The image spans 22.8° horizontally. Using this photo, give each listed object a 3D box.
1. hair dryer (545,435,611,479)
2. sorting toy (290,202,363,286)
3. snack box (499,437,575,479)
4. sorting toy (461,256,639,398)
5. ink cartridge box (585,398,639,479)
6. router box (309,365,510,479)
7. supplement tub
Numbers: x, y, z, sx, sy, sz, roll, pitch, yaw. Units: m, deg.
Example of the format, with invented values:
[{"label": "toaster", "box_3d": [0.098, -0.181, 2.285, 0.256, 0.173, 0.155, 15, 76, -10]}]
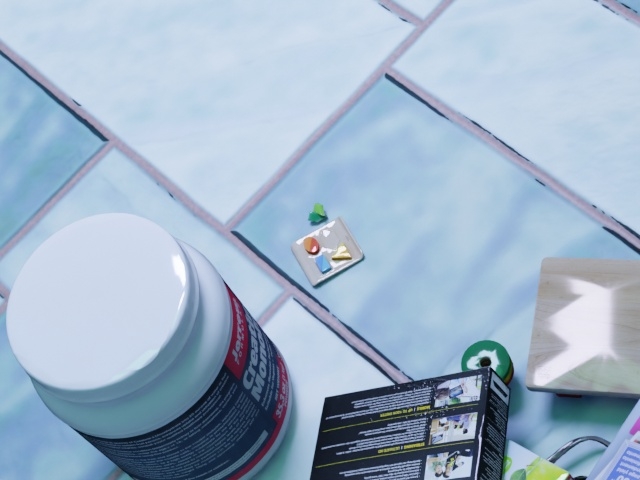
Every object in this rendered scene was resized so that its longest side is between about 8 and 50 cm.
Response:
[{"label": "hair dryer", "box_3d": [0.231, 0.322, 1.334, 0.224, 0.080, 0.293, 21, 65, 44]}, {"label": "sorting toy", "box_3d": [0.000, 0.000, 1.605, 0.062, 0.012, 0.083, -31, 58, 1]}, {"label": "snack box", "box_3d": [0.147, 0.224, 1.398, 0.100, 0.037, 0.141, -50, 41, -13]}, {"label": "sorting toy", "box_3d": [0.272, 0.086, 1.445, 0.275, 0.046, 0.132, 1, 63, 20]}, {"label": "ink cartridge box", "box_3d": [0.266, 0.271, 1.255, 0.186, 0.065, 0.311, 20, 66, 43]}, {"label": "router box", "box_3d": [0.076, 0.192, 1.417, 0.179, 0.046, 0.133, -14, 47, 31]}, {"label": "supplement tub", "box_3d": [-0.150, 0.110, 1.443, 0.191, 0.272, 0.191, -8, 61, 15]}]
